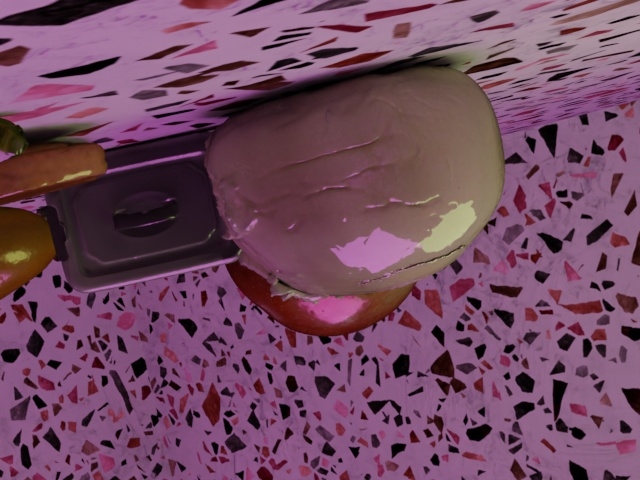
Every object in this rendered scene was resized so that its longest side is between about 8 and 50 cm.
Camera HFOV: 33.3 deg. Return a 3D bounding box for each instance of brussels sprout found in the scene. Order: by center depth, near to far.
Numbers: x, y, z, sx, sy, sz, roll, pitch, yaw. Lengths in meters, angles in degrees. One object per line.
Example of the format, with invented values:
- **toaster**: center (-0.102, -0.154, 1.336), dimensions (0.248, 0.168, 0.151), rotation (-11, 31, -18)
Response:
- **brussels sprout**: center (-0.278, -0.075, 0.853), dimensions (0.083, 0.046, 0.051), rotation (-23, 173, 23)

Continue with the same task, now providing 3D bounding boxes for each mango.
- **mango**: center (-0.538, 0.039, 1.563), dimensions (0.317, 0.173, 0.211), rotation (-19, 180, 14)

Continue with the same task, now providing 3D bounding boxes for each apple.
- **apple**: center (0.000, 0.000, 1.811), dimensions (0.277, 0.348, 0.348), rotation (-39, 175, 13)

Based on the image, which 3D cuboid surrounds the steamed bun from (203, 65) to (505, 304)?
- **steamed bun**: center (0.054, -0.055, 1.191), dimensions (0.312, 0.233, 0.334), rotation (-11, -177, 25)

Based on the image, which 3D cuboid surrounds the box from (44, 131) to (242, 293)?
- **box**: center (-0.209, -0.039, 1.297), dimensions (0.227, 0.162, 0.130), rotation (-12, -169, -3)

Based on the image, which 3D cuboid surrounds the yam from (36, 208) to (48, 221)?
- **yam**: center (-0.468, -0.044, 1.940), dimensions (0.094, 0.043, 0.043), rotation (-13, -179, -21)

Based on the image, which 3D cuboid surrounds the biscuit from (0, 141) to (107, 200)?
- **biscuit**: center (-0.367, -0.050, 1.089), dimensions (0.376, 0.051, 0.269), rotation (-11, -176, 42)
